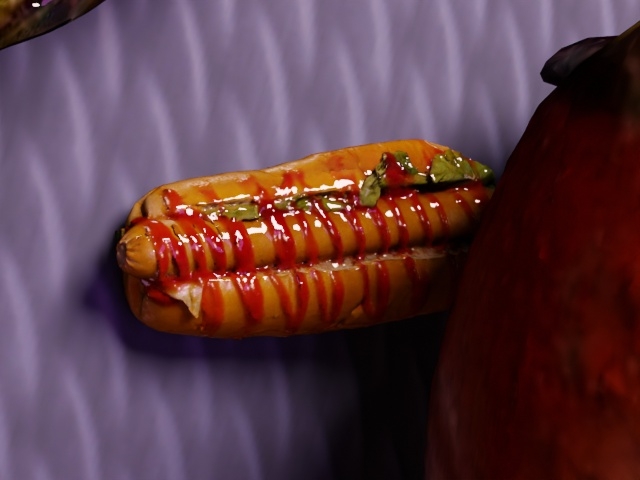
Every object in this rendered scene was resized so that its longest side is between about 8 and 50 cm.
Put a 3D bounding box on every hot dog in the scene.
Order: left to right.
[{"bbox_3d":[0.001,0.000,0.516,0.144,0.038,0.062,-6,101,-30],"label":"hot dog"}]

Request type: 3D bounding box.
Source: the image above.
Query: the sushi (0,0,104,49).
[{"bbox_3d":[-0.103,-0.103,0.410,0.226,0.103,0.097,-32,139,-26],"label":"sushi"}]

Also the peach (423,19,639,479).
[{"bbox_3d":[0.217,0.089,0.485,0.353,0.339,0.416,-38,111,-24],"label":"peach"}]
